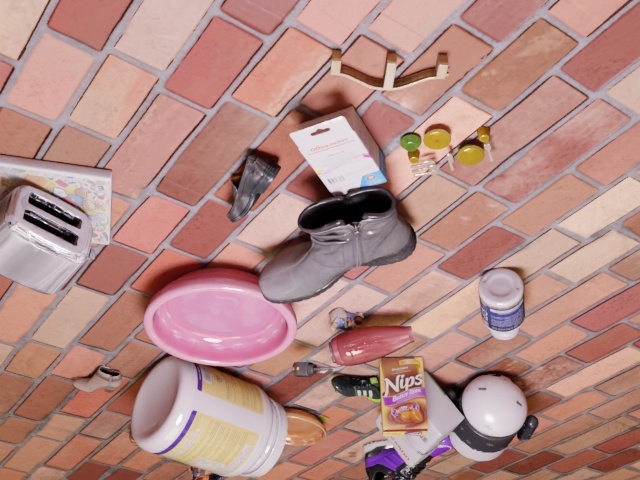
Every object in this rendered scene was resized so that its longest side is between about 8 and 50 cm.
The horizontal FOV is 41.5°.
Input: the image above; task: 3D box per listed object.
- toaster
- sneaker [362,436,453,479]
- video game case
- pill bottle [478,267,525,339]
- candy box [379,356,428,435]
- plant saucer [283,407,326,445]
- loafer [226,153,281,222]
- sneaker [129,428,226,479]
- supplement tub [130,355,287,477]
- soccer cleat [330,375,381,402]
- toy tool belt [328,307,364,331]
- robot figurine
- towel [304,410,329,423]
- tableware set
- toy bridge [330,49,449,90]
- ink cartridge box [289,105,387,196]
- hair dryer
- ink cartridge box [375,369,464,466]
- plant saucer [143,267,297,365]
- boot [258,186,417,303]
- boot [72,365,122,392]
[{"bbox_3d":[-0.530,-0.007,1.551,0.227,0.129,0.146,33,128,-32],"label":"toaster"},{"bbox_3d":[0.260,0.640,2.427,0.293,0.146,0.102,-21,138,26],"label":"sneaker"},{"bbox_3d":[-0.508,-0.073,1.585,0.227,0.026,0.206,7,142,-10],"label":"video game case"},{"bbox_3d":[0.391,0.143,1.815,0.094,0.094,0.169,-8,142,10],"label":"pill bottle"},{"bbox_3d":[0.199,0.377,2.047,0.109,0.186,0.053,-2,146,1],"label":"candy box"},{"bbox_3d":[-0.081,0.514,2.338,0.200,0.037,0.200,6,144,4],"label":"plant saucer"},{"bbox_3d":[-0.135,-0.097,1.539,0.061,0.062,0.170,35,131,-7],"label":"loafer"},{"bbox_3d":[-0.375,0.585,2.325,0.321,0.180,0.124,-2,143,3],"label":"sneaker"},{"bbox_3d":[-0.270,0.444,2.092,0.331,0.241,0.241,30,134,-33],"label":"supplement tub"},{"bbox_3d":[0.106,0.368,2.150,0.179,0.060,0.072,19,130,-33],"label":"soccer cleat"},{"bbox_3d":[0.059,0.189,1.911,0.083,0.051,0.052,16,140,-21],"label":"toy tool belt"},{"bbox_3d":[0.424,0.456,2.171,0.209,0.173,0.278,-15,147,-20],"label":"robot figurine"},{"bbox_3d":[-0.022,0.495,2.348,0.083,0.009,0.060,29,135,-33],"label":"towel"},{"bbox_3d":[0.221,-0.164,1.473,0.154,0.024,0.104,-11,138,16],"label":"tableware set"},{"bbox_3d":[0.109,-0.266,1.333,0.188,0.026,0.063,2,145,-3],"label":"toy bridge"},{"bbox_3d":[0.031,-0.160,1.441,0.104,0.061,0.181,-16,141,20],"label":"ink cartridge box"},{"bbox_3d":[0.092,0.242,1.940,0.294,0.080,0.224,-21,171,41],"label":"hair dryer"},{"bbox_3d":[0.249,0.460,2.171,0.093,0.160,0.219,-25,156,-32],"label":"ink cartridge box"},{"bbox_3d":[-0.216,0.163,1.850,0.332,0.084,0.332,0,142,0],"label":"plant saucer"},{"bbox_3d":[0.000,0.000,1.578,0.338,0.118,0.223,-25,153,12],"label":"boot"},{"bbox_3d":[-0.562,0.349,2.135,0.118,0.042,0.087,10,135,-15],"label":"boot"}]
